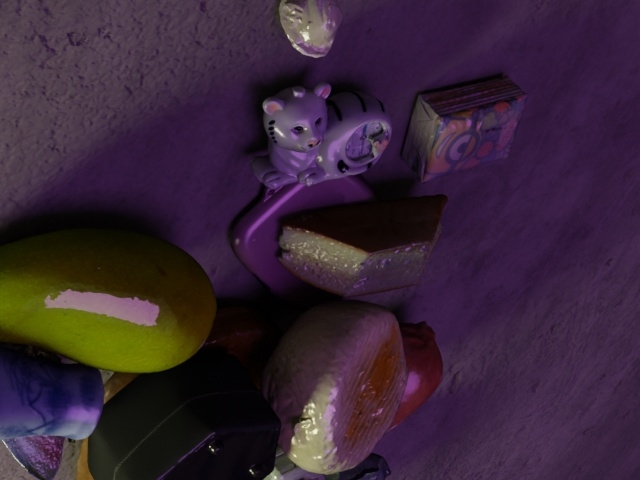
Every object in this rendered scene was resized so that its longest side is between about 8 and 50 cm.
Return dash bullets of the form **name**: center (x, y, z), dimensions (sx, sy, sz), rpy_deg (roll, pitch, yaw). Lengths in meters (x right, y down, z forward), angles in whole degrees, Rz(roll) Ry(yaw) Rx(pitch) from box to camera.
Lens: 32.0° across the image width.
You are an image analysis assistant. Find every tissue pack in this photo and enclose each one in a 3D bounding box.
- **tissue pack**: center (0.187, -0.145, 1.443), dimensions (0.148, 0.060, 0.108), rpy_deg (-16, 141, -28)

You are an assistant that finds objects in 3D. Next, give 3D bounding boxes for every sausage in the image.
- **sausage**: center (0.080, 0.222, 1.695), dimensions (0.254, 0.148, 0.148), rpy_deg (-42, 145, 7)

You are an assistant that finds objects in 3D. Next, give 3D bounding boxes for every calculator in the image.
- **calculator**: center (0.000, 0.001, 1.456), dimensions (0.194, 0.043, 0.294), rpy_deg (-40, 144, 4)

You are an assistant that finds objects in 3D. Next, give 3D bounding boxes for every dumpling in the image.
- **dumpling**: center (-0.010, -0.236, 1.167), dimensions (0.057, 0.052, 0.076), rpy_deg (-17, 139, -36)

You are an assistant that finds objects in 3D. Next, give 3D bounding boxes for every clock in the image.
- **clock**: center (0.008, -0.134, 1.277), dimensions (0.176, 0.080, 0.117), rpy_deg (-15, 139, -27)

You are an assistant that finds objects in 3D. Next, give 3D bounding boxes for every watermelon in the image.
- **watermelon**: center (-0.349, 0.196, 1.322), dimensions (0.094, 0.081, 0.180), rpy_deg (-7, 101, -10)

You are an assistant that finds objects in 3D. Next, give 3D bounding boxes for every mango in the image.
- **mango**: center (-0.248, 0.064, 1.226), dimensions (0.293, 0.143, 0.175), rpy_deg (10, 131, -35)

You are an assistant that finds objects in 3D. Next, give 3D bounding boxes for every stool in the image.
- **stool**: center (-0.165, 0.253, 1.369), dimensions (0.232, 0.141, 0.232), rpy_deg (-28, 146, -22)

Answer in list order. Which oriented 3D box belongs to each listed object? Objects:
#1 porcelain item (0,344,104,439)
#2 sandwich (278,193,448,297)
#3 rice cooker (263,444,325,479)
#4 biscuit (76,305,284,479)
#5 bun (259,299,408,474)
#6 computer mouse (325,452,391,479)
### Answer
- **porcelain item**: center (-0.369, 0.164, 1.206), dimensions (0.259, 0.141, 0.141), rpy_deg (11, 123, -36)
- **sandwich**: center (0.072, 0.008, 1.420), dimensions (0.258, 0.096, 0.094), rpy_deg (-11, 139, -26)
- **rice cooker**: center (-0.076, 0.344, 1.599), dimensions (0.145, 0.127, 0.206), rpy_deg (-17, 138, -36)
- **biscuit**: center (-0.175, 0.240, 1.547), dimensions (0.350, 0.070, 0.394), rpy_deg (-9, 136, -41)
- **bun**: center (0.012, 0.190, 1.487), dimensions (0.244, 0.153, 0.244), rpy_deg (-19, 114, -51)
- **computer mouse**: center (-0.051, 0.460, 1.872), dimensions (0.374, 0.114, 0.203), rpy_deg (-29, 142, -26)
